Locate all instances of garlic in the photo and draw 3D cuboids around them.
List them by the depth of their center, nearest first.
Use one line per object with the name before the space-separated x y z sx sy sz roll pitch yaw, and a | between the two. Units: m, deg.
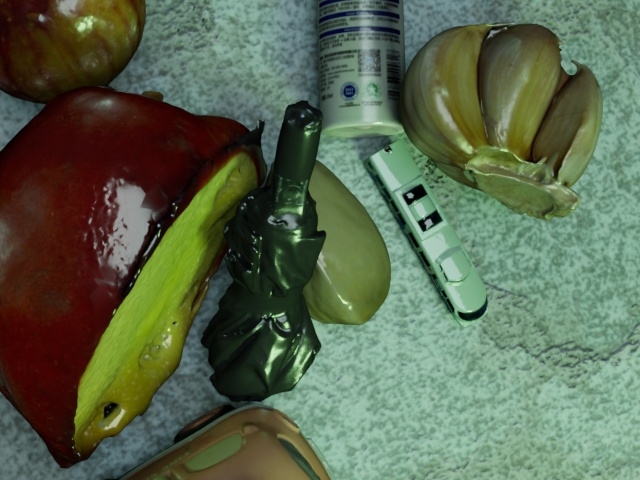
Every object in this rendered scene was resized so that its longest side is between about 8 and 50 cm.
garlic | 0.173 -0.124 1.278 0.214 0.160 0.191 18 66 -10

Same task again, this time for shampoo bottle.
shampoo bottle | 0.039 -0.261 1.290 0.092 0.092 0.303 -1 85 -14

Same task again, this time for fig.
fig | -0.245 -0.190 1.196 0.175 0.207 0.175 -5 52 7

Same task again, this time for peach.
peach | -0.215 0.017 1.143 0.201 0.257 0.362 27 99 12

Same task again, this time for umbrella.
umbrella | -0.042 0.019 1.144 0.118 0.340 0.118 9 40 -8

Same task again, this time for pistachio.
pistachio | 0.000 0.000 1.246 0.108 0.126 0.186 -28 86 16

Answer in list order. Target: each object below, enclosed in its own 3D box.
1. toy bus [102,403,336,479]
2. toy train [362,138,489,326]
toy bus | -0.106 0.279 1.140 0.287 0.232 0.194 -30 90 -12
toy train | 0.116 -0.005 1.311 0.043 0.047 0.208 -30 92 -13
